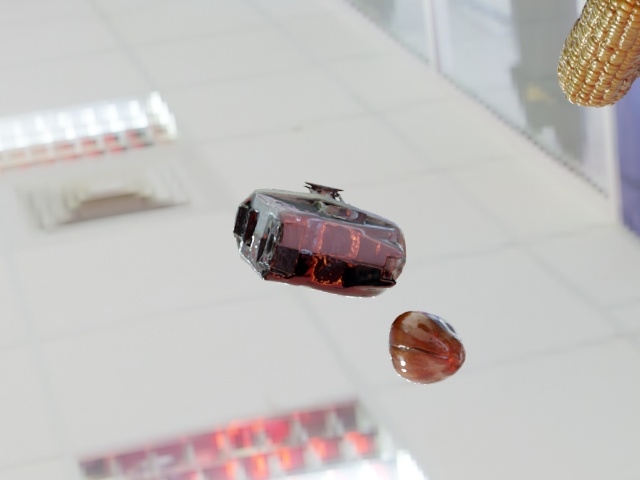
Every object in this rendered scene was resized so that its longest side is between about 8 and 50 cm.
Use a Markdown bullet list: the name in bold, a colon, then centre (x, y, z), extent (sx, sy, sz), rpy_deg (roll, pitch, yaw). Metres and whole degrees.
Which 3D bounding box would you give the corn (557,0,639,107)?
- **corn**: centre (0.233, -0.162, 1.493), extent (0.068, 0.068, 0.207), rpy_deg (-11, 162, -9)

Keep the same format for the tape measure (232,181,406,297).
- **tape measure**: centre (-0.001, -0.001, 2.058), extent (0.182, 0.107, 0.181), rpy_deg (10, -169, -26)

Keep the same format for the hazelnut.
- **hazelnut**: centre (0.110, 0.113, 1.949), extent (0.086, 0.086, 0.086), rpy_deg (-6, -159, 2)
